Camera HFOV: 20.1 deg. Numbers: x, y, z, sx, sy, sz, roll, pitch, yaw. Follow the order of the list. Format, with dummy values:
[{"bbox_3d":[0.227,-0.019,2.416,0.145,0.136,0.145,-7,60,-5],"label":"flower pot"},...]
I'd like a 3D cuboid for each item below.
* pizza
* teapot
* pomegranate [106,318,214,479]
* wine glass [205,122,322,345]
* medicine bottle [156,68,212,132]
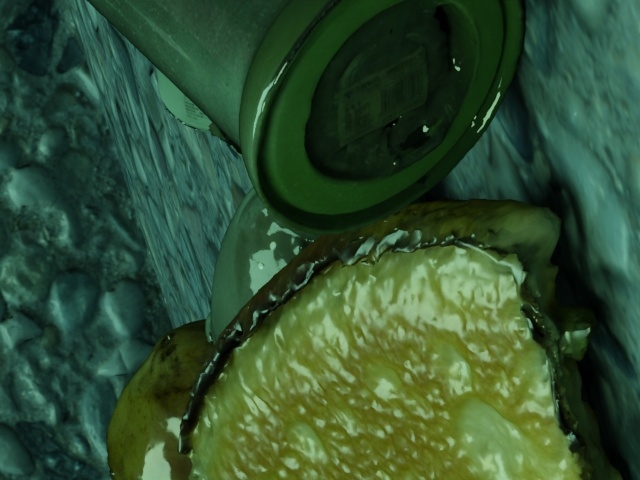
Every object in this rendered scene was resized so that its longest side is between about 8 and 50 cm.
[{"bbox_3d":[0.076,0.119,1.224,0.435,0.080,0.391,28,133,26],"label":"pizza"},{"bbox_3d":[-0.055,-0.197,1.130,0.337,0.200,0.270,44,153,35],"label":"teapot"},{"bbox_3d":[-0.080,0.212,1.899,0.281,0.281,0.281,162,90,-78],"label":"pomegranate"},{"bbox_3d":[0.004,0.001,1.401,0.357,0.190,0.190,94,155,-52],"label":"wine glass"},{"bbox_3d":[-0.090,-0.196,1.639,0.168,0.135,0.135,85,162,-50],"label":"medicine bottle"}]
